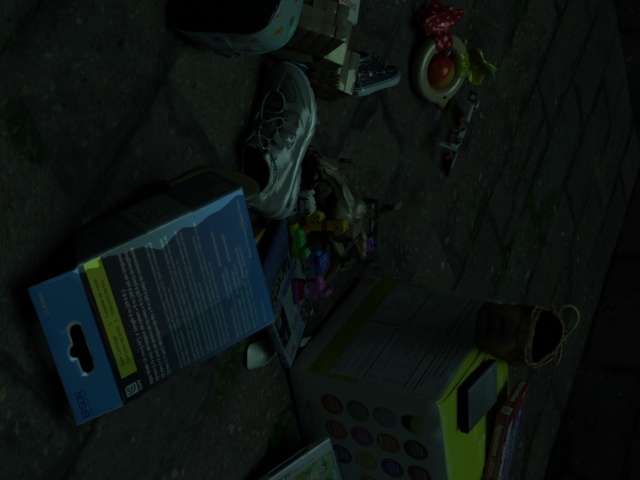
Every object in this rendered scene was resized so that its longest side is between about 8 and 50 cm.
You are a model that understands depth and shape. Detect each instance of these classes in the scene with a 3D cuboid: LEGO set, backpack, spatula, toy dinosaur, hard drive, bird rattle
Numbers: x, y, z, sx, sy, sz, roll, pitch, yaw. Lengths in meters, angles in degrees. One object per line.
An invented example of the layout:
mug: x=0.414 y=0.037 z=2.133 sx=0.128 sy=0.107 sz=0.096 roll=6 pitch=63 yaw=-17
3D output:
LEGO set: x=0.000 y=0.000 z=1.904 sx=0.087 sy=0.093 sz=0.227 roll=-39 pitch=127 yaw=-63
backpack: x=-0.119 y=-0.371 z=1.604 sx=0.144 sy=0.188 sz=0.165 roll=34 pitch=67 yaw=-57
spatula: x=-0.071 y=0.154 z=1.984 sx=0.242 sy=0.019 sz=0.168 roll=-7 pitch=102 yaw=-63
toy dinosaur: x=0.037 y=-0.053 z=2.028 sx=0.127 sy=0.200 sz=0.295 roll=-22 pitch=143 yaw=-30
LEGO set: x=0.336 y=-0.277 z=2.509 sx=0.244 sy=0.060 sz=0.182 roll=88 pitch=22 yaw=-76
hard drive: x=0.303 y=0.298 z=1.968 sx=0.135 sy=0.022 sz=0.094 roll=-32 pitch=125 yaw=-51
bird rattle: x=0.290 y=-0.420 z=2.372 sx=0.207 sy=0.143 sz=0.253 roll=-59 pitch=143 yaw=-7

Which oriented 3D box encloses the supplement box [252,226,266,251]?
supplement box: x=-0.120 y=0.033 z=1.846 sx=0.062 sy=0.036 sz=0.098 roll=-47 pitch=135 yaw=-49

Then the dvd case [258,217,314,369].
dvd case: x=-0.068 y=0.092 z=1.895 sx=0.180 sy=0.022 sz=0.253 roll=-71 pitch=154 yaw=-43

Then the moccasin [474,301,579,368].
moccasin: x=0.426 y=0.183 z=2.030 sx=0.380 sy=0.147 sz=0.139 roll=30 pitch=70 yaw=-62

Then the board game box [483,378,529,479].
board game box: x=0.384 y=0.445 z=2.167 sx=0.145 sy=0.027 sz=0.281 roll=-38 pitch=141 yaw=-52

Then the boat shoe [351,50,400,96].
boat shoe: x=0.112 y=-0.358 z=2.128 sx=0.183 sy=0.065 sz=0.083 roll=-33 pitch=126 yaw=-52

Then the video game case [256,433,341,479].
video game case: x=-0.040 y=0.510 z=2.006 sx=0.193 sy=0.023 sz=0.212 roll=-30 pitch=125 yaw=-26

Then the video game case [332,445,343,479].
video game case: x=-0.024 y=0.569 z=2.077 sx=0.196 sy=0.026 sz=0.274 roll=-30 pitch=124 yaw=-27

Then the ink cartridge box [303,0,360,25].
ink cartridge box: x=0.011 y=-0.519 z=1.891 sx=0.159 sy=0.092 sz=0.217 roll=9 pitch=87 yaw=-60

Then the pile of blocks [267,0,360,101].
pile of blocks: x=-0.009 y=-0.363 z=1.834 sx=0.362 sy=0.149 sz=0.112 roll=69 pitch=32 yaw=-77

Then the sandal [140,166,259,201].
sandal: x=-0.206 y=-0.058 z=1.667 sx=0.240 sy=0.088 sz=0.079 roll=-15 pitch=141 yaw=-51

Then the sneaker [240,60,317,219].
sneaker: x=-0.082 y=-0.179 z=1.799 sx=0.115 sy=0.105 sz=0.281 roll=6 pitch=88 yaw=-54

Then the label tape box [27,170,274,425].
label tape box: x=-0.257 y=0.080 z=1.522 sx=0.348 sy=0.115 sz=0.249 roll=-27 pitch=123 yaw=-25

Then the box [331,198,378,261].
box: x=0.074 y=-0.022 z=2.179 sx=0.162 sy=0.029 sz=0.116 roll=-16 pitch=112 yaw=-56

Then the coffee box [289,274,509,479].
coffee box: x=0.181 y=0.323 z=2.128 sx=0.338 sy=0.334 sz=0.337 roll=-47 pitch=137 yaw=-45
